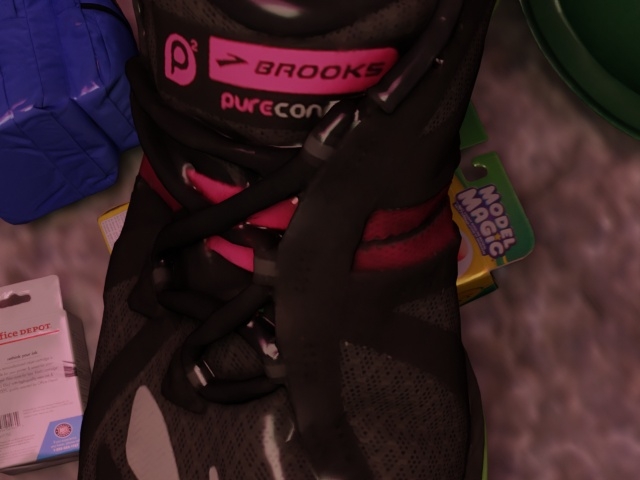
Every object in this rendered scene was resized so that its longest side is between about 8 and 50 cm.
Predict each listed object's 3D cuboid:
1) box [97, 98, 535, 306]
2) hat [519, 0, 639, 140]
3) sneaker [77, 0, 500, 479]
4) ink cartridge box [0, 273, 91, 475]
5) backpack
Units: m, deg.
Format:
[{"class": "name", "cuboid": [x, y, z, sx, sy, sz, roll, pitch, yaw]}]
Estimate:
[{"class": "box", "cuboid": [0.000, 0.000, 0.832, 0.179, 0.043, 0.105, -25, 74, 7]}, {"class": "hat", "cuboid": [0.188, -0.107, 0.724, 0.208, 0.183, 0.173, 43, 91, -8]}, {"class": "sneaker", "cuboid": [-0.020, -0.030, 0.706, 0.185, 0.202, 0.483, 5, 84, 19]}, {"class": "ink cartridge box", "cuboid": [-0.132, 0.062, 0.849, 0.048, 0.028, 0.083, -13, 76, 7]}, {"class": "backpack", "cuboid": [-0.136, -0.084, 0.850, 0.101, 0.098, 0.120, -22, 63, 1]}]
